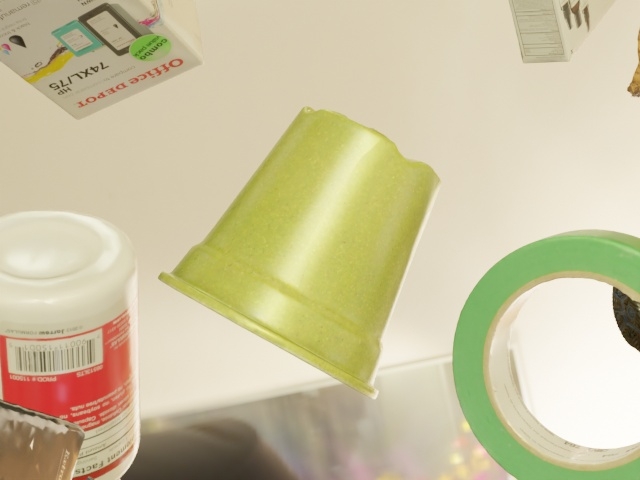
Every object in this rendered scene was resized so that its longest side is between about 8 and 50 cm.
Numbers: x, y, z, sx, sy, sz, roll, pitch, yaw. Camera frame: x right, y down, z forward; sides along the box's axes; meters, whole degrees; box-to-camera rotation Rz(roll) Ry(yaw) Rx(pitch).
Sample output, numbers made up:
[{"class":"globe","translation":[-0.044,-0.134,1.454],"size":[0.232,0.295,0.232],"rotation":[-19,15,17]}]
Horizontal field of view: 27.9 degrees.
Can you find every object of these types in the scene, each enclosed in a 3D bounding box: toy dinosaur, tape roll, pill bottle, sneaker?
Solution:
[{"class":"toy dinosaur","translation":[0.524,-0.329,2.030],"size":[0.064,0.112,0.211],"rotation":[-135,-138,-73]},{"class":"tape roll","translation":[0.318,0.148,1.536],"size":[0.077,0.321,0.321],"rotation":[-14,94,-60]},{"class":"pill bottle","translation":[-0.346,0.185,1.654],"size":[0.229,0.229,0.408],"rotation":[-103,-165,-58]},{"class":"sneaker","translation":[0.501,0.132,1.903],"size":[0.080,0.081,0.211],"rotation":[107,-37,-61]}]

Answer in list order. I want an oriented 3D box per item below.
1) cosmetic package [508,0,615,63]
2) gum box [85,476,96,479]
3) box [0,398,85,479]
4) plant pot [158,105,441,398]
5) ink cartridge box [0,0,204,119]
[{"class":"cosmetic package","translation":[0.285,-0.293,1.419],"size":[0.239,0.060,0.099],"rotation":[-49,132,-41]},{"class":"gum box","translation":[-0.291,0.399,1.549],"size":[0.184,0.041,0.157],"rotation":[-55,147,-22]},{"class":"box","translation":[-0.393,0.253,1.055],"size":[0.395,0.212,0.293],"rotation":[50,50,-69]},{"class":"plant pot","translation":[0.000,0.000,1.439],"size":[0.254,0.276,0.276],"rotation":[-61,177,-5]},{"class":"ink cartridge box","translation":[-0.297,-0.315,1.546],"size":[0.270,0.198,0.197],"rotation":[40,32,-56]}]
